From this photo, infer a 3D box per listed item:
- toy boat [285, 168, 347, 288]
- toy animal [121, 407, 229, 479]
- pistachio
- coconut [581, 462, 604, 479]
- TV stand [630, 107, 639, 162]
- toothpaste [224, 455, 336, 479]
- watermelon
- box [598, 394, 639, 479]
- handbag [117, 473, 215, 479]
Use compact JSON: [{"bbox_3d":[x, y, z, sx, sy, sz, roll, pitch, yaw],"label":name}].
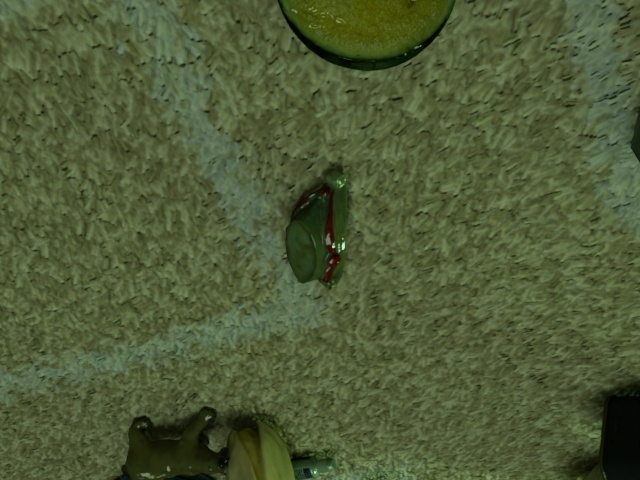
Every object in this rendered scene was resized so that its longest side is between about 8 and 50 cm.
[{"bbox_3d":[-0.001,0.000,0.851,0.089,0.071,0.185,33,138,31],"label":"toy boat"},{"bbox_3d":[-0.241,0.359,1.141,0.219,0.101,0.103,-11,127,12],"label":"toy animal"},{"bbox_3d":[-0.098,0.404,1.135,0.117,0.145,0.200,-6,107,-20],"label":"pistachio"},{"bbox_3d":[0.513,0.460,1.159,0.161,0.162,0.161,16,124,26],"label":"coconut"},{"bbox_3d":[0.487,-0.120,0.721,0.270,0.082,0.088,-3,131,6],"label":"TV stand"},{"bbox_3d":[-0.075,0.415,1.222,0.216,0.037,0.062,-14,119,19],"label":"toothpaste"},{"bbox_3d":[0.044,-0.215,0.694,0.182,0.075,0.092,1,86,1],"label":"watermelon"},{"bbox_3d":[0.523,0.335,1.040,0.201,0.144,0.090,41,144,-25],"label":"box"},{"bbox_3d":[-0.314,0.486,1.286,0.144,0.057,0.221,32,123,-30],"label":"handbag"}]
